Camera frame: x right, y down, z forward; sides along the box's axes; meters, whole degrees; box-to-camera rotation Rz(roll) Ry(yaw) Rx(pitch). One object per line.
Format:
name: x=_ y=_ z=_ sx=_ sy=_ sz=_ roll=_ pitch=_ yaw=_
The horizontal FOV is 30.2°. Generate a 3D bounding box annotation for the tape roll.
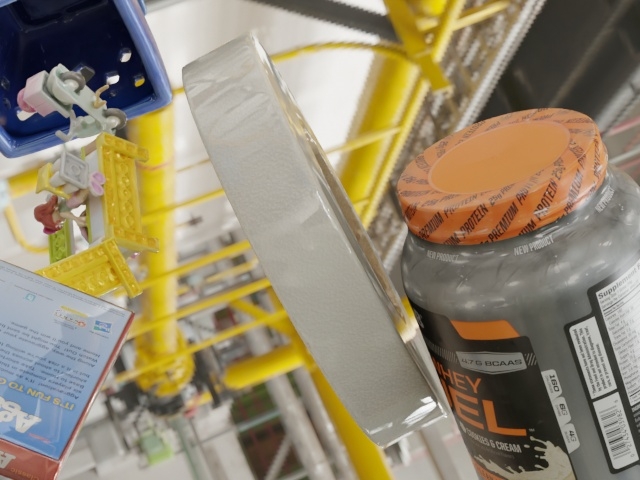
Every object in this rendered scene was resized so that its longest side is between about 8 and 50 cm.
tape roll: x=0.000 y=0.000 z=1.066 sx=0.392 sy=0.072 sz=0.392 roll=61 pitch=4 yaw=-8

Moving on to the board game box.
board game box: x=-0.253 y=0.034 z=0.645 sx=0.145 sy=0.281 sz=0.027 roll=-75 pitch=-172 yaw=-62

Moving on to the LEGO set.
LEGO set: x=-0.207 y=0.009 z=0.882 sx=0.132 sy=0.107 sz=0.287 roll=40 pitch=38 yaw=-30

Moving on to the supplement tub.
supplement tub: x=0.180 y=0.071 z=0.917 sx=0.316 sy=0.193 sz=0.193 roll=68 pitch=-13 yaw=-23

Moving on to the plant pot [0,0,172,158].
plant pot: x=-0.333 y=-0.277 z=1.454 sx=0.236 sy=0.235 sz=0.212 roll=67 pitch=6 yaw=-49
